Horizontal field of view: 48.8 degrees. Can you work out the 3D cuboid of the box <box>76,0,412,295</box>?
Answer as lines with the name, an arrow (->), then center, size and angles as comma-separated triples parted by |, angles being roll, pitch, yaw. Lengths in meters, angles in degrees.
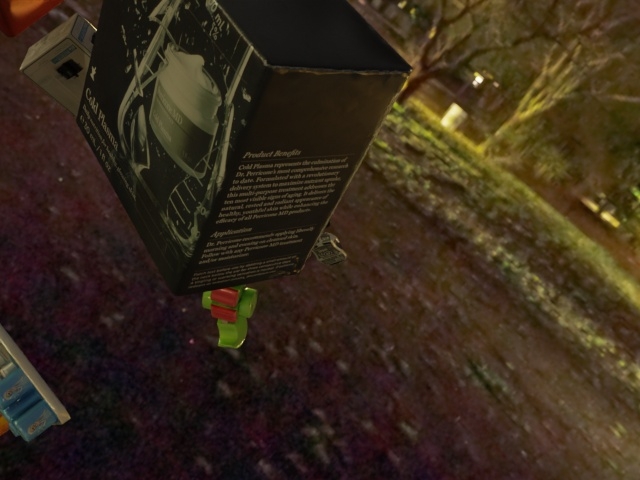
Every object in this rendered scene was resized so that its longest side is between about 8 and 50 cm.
box -> -0.169, -0.246, 1.228 | 0.297, 0.472, 0.480 | -9, 51, -40

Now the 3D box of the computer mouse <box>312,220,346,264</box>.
computer mouse -> 0.000, 0.000, 1.630 | 0.193, 0.106, 0.042 | 49, 26, -54

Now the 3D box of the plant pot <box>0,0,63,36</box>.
plant pot -> -0.728, -0.688, 1.615 | 0.267, 0.267, 0.236 | 41, -18, 13

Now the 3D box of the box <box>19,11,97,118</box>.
box -> -0.507, -0.352, 1.611 | 0.290, 0.169, 0.087 | 45, 31, -40

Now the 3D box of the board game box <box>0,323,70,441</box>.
board game box -> -0.479, 0.087, 0.874 | 0.050, 0.390, 0.390 | -39, 97, -31

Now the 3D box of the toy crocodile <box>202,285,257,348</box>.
toy crocodile -> -0.195, 0.089, 1.508 | 0.115, 0.341, 0.105 | 13, 39, 5
